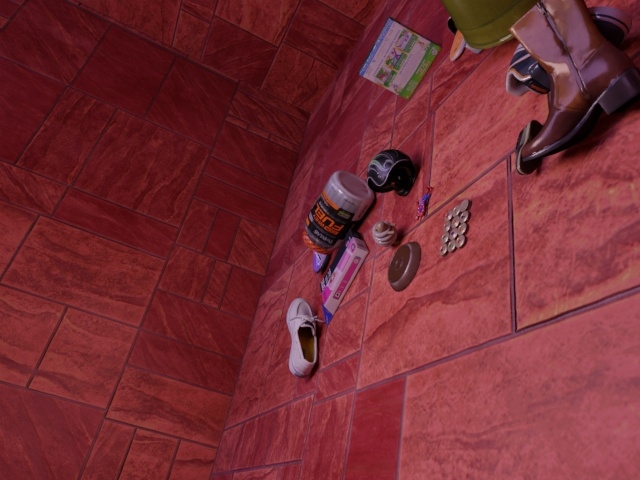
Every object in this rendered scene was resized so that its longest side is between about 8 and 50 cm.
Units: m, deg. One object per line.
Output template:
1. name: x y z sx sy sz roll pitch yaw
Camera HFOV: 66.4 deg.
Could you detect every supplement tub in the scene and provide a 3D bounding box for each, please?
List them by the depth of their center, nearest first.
1. supplement tub: 0.066 -0.112 2.094 0.338 0.207 0.207 -58 18 34

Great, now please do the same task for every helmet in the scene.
1. helmet: 0.247 -0.244 1.756 0.161 0.169 0.170 40 108 57

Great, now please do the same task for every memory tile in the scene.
1. memory tile: 0.368 -0.034 1.342 0.113 0.012 0.148 -38 33 61

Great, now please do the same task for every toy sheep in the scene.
1. toy sheep: 0.220 -0.020 1.651 0.091 0.132 0.091 -15 48 17

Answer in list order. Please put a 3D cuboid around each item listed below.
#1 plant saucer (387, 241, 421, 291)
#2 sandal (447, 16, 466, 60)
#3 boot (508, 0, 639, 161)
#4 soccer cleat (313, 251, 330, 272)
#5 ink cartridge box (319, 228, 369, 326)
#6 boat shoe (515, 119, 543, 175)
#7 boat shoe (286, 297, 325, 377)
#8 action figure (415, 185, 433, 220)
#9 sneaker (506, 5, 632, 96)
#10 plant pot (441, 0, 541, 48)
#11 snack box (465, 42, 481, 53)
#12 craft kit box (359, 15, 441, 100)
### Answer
1. plant saucer: 0.256 0.077 1.537 0.168 0.029 0.169 -57 20 33
2. sandal: 0.504 -0.786 1.785 0.102 0.076 0.266 -23 46 68
3. boot: 0.461 -0.332 0.994 0.281 0.096 0.264 62 144 15
4. soccer cleat: 0.000 0.000 2.326 0.108 0.116 0.319 -33 37 64
5. ink cartridge box: 0.074 0.150 1.989 0.176 0.069 0.371 -105 38 -65
6. boat shoe: 0.481 -0.209 1.139 0.152 0.056 0.049 -64 8 -23
7. boat shoe: -0.059 0.363 2.005 0.156 0.135 0.367 -55 23 39
8. action figure: 0.327 -0.118 1.568 0.038 0.030 0.115 5 75 68
9. sneaker: 0.533 -0.398 1.085 0.321 0.126 0.128 -157 90 -79
10. plant pot: 0.440 -0.792 1.344 0.366 0.352 0.367 -38 36 35
11. snack box: 0.569 -0.796 1.612 0.187 0.060 0.322 -41 31 56
12. craft kit box: 0.325 -0.745 2.018 0.250 0.246 0.061 -57 16 32
